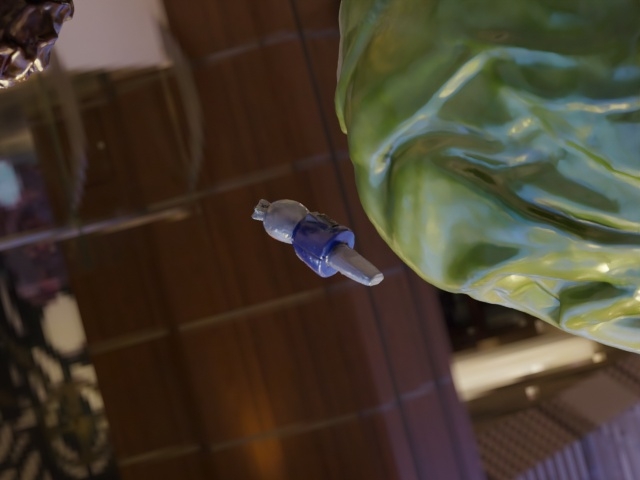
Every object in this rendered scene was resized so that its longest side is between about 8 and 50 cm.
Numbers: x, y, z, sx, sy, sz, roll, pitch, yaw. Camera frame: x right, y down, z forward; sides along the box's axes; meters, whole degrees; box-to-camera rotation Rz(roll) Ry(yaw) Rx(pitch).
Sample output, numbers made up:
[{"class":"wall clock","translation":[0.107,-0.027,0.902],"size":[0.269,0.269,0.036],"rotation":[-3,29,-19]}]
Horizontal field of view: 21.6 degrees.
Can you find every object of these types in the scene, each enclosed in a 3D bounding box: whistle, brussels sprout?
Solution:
[{"class":"whistle","translation":[0.000,0.000,0.873],"size":[0.083,0.029,0.033],"rotation":[35,-150,30]},{"class":"brussels sprout","translation":[0.114,-0.062,0.576],"size":[0.223,0.223,0.161],"rotation":[-15,-158,19]}]

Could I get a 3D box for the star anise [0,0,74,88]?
[{"class":"star anise","translation":[-0.155,-0.174,0.890],"size":[0.125,0.220,0.190],"rotation":[25,-177,-22]}]
